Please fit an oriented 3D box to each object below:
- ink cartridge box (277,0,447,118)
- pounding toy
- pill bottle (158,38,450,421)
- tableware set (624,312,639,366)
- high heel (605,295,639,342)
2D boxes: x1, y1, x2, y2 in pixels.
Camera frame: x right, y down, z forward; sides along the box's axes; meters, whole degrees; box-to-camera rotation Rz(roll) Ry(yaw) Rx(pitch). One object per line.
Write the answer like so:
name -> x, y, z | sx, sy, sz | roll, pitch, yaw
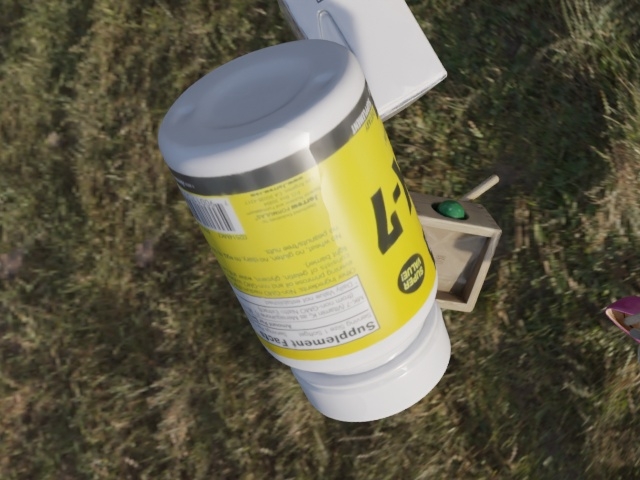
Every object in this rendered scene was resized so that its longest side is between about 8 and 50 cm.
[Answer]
ink cartridge box -> 0.031, -0.187, 0.965 | 0.092, 0.218, 0.158 | -31, 93, 4
pounding toy -> 0.144, -0.006, 1.225 | 0.130, 0.100, 0.141 | 9, 114, -17
pill bottle -> 0.000, 0.000, 0.613 | 0.119, 0.119, 0.208 | -8, 126, 24
tableware set -> 0.462, 0.112, 1.201 | 0.194, 0.039, 0.128 | -21, 99, 18
high heel -> 0.537, 0.165, 1.559 | 0.244, 0.117, 0.082 | 55, 136, 39
